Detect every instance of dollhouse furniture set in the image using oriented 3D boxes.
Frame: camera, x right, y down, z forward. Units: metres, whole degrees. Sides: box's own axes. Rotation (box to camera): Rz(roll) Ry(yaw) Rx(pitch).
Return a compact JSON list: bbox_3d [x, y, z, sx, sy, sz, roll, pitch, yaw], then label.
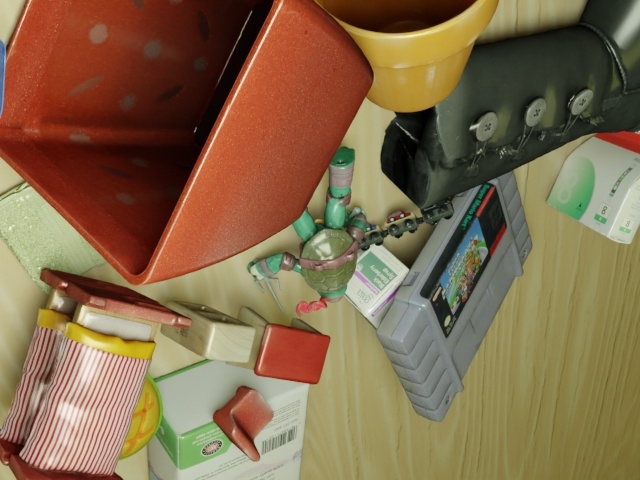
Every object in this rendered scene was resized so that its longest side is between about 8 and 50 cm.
[{"bbox_3d":[-0.149,0.171,0.962,0.374,0.152,0.201,16,90,-38],"label":"dollhouse furniture set"}]

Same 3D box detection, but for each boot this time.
[{"bbox_3d":[0.295,-0.264,1.139,0.445,0.146,0.367,-16,124,-21],"label":"boot"}]

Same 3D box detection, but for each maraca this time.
[{"bbox_3d":[-0.271,0.191,1.040,0.127,0.099,0.185,-46,116,-17],"label":"maraca"}]

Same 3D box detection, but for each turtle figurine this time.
[{"bbox_3d":[0.000,0.000,1.108,0.175,0.118,0.234,-24,130,-24],"label":"turtle figurine"}]

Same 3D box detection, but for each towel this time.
[{"bbox_3d":[-0.281,-0.011,0.915,0.110,0.027,0.148,-33,138,-15],"label":"towel"}]

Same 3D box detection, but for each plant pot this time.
[{"bbox_3d":[0.092,-0.245,0.934,0.205,0.205,0.188,-38,155,-10],"label":"plant pot"},{"bbox_3d":[-0.108,-0.139,0.798,0.236,0.267,0.267,2,121,-55],"label":"plant pot"}]

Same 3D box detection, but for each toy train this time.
[{"bbox_3d":[0.110,-0.024,1.193,0.158,0.036,0.027,-22,149,21],"label":"toy train"}]

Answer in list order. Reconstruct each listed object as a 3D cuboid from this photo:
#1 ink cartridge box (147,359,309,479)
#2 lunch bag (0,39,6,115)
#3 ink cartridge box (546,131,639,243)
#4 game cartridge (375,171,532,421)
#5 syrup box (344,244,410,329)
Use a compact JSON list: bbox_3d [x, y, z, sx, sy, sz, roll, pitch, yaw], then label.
[{"bbox_3d":[-0.136,0.303,1.227,0.201,0.117,0.278,-18,132,-30],"label":"ink cartridge box"},{"bbox_3d":[-0.315,-0.143,0.746,0.067,0.065,0.098,-10,127,-35],"label":"lunch bag"},{"bbox_3d":[0.465,-0.128,1.353,0.056,0.181,0.224,14,104,-21],"label":"ink cartridge box"},{"bbox_3d":[0.213,0.064,1.270,0.355,0.068,0.230,-56,145,-26],"label":"game cartridge"},{"bbox_3d":[0.117,0.103,1.301,0.096,0.093,0.237,-44,140,-3],"label":"syrup box"}]
